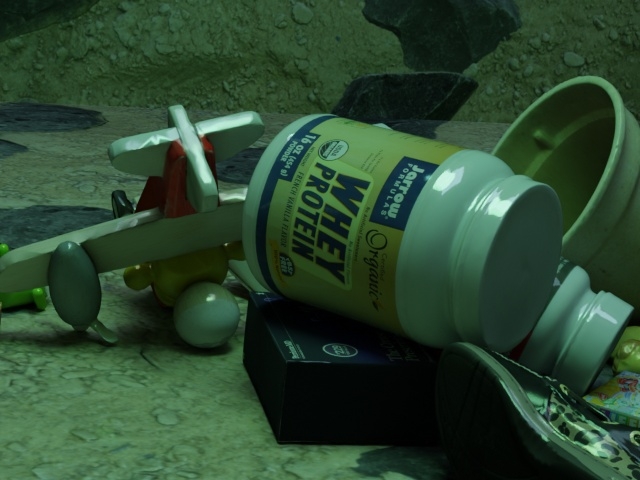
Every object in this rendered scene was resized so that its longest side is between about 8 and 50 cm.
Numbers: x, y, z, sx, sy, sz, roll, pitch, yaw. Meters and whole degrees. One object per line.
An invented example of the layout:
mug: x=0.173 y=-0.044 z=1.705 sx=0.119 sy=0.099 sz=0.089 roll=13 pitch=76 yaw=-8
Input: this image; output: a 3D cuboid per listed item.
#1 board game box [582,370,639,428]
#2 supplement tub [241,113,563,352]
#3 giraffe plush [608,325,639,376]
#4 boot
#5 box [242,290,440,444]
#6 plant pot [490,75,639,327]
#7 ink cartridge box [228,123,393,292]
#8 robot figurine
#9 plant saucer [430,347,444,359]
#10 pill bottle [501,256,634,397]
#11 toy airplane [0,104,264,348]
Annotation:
board game box: x=0.393 y=0.202 z=1.655 sx=0.103 sy=0.026 sz=0.154 roll=15 pitch=16 yaw=30
supplement tub: x=0.093 y=-0.008 z=1.543 sx=0.316 sy=0.228 sz=0.228 roll=17 pitch=17 yaw=32
giraffe plush: x=0.483 y=0.107 z=1.776 sx=0.181 sy=0.170 sz=0.210 roll=2 pitch=14 yaw=-16
boot: x=0.306 y=0.206 z=1.322 sx=0.284 sy=0.138 sz=0.377 roll=-3 pitch=20 yaw=-27
box: x=0.019 y=0.144 z=1.583 sx=0.184 sy=0.103 sz=0.261 roll=0 pitch=15 yaw=-13
plant pot: x=0.420 y=-0.015 z=1.935 sx=0.305 sy=0.333 sz=0.334 roll=30 pitch=5 yaw=-22
ink cartridge box: x=0.013 y=-0.046 z=2.036 sx=0.131 sy=0.226 sz=0.306 roll=40 pitch=26 yaw=18
robot figurine: x=-0.409 y=0.055 z=1.822 sx=0.101 sy=0.067 sz=0.115 roll=45 pitch=31 yaw=24
plant saucer: x=0.111 y=0.107 z=1.879 sx=0.259 sy=0.047 sz=0.259 roll=10 pitch=15 yaw=16
pill bottle: x=0.238 y=0.074 z=1.709 sx=0.283 sy=0.161 sz=0.161 roll=30 pitch=21 yaw=15
toy airplane: x=-0.163 y=0.000 z=1.729 sx=0.386 sy=0.272 sz=0.384 roll=-23 pitch=-15 yaw=28
